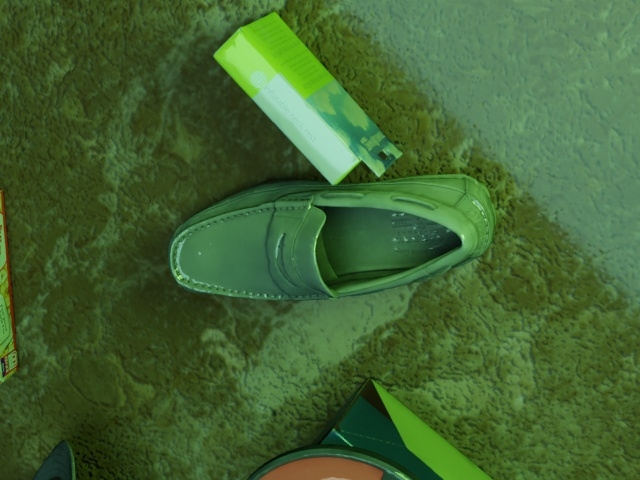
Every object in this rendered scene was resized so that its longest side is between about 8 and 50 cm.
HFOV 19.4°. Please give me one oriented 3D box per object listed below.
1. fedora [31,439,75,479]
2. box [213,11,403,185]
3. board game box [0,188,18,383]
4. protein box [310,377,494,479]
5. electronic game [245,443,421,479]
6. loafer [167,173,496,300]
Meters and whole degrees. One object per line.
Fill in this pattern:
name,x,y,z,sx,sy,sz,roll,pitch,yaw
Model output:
fedora,-0.247,0.347,1.870,0.124,0.244,0.275,21,113,-21
box,-0.009,-0.122,1.677,0.042,0.109,0.178,-42,91,21
board game box,-0.386,0.042,1.886,0.146,0.045,0.193,4,108,17
protein box,0.047,0.283,1.774,0.200,0.136,0.201,40,114,2
electronic game,0.019,0.291,1.684,0.229,0.048,0.229,5,108,16
loafer,0.000,0.000,1.711,0.319,0.111,0.112,-11,103,20
